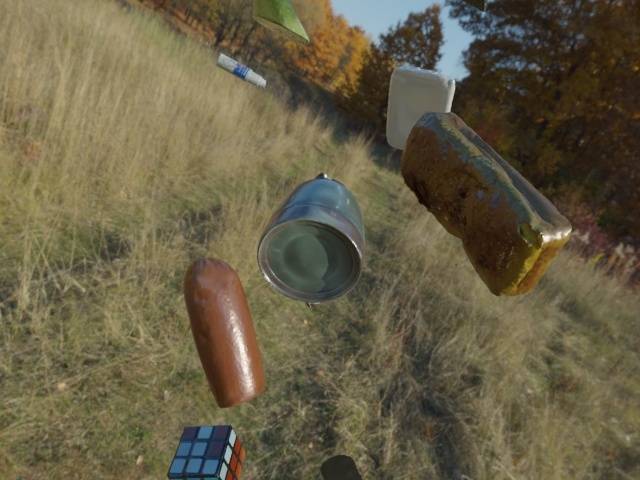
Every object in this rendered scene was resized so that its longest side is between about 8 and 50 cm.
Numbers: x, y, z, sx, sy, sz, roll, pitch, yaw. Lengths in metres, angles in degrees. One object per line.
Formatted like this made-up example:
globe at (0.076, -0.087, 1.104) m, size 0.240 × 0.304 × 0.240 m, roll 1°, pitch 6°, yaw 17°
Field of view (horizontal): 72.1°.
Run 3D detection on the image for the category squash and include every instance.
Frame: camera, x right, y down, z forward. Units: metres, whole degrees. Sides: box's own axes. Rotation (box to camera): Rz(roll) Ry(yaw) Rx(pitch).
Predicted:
squash at (-0.097, -0.610, 1.110) m, size 0.204 × 0.154 × 0.237 m, roll 21°, pitch 14°, yaw -17°

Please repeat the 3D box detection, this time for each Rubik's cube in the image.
Rubik's cube at (-0.338, 0.675, 1.330) m, size 0.162 × 0.160 × 0.163 m, roll -5°, pitch 36°, yaw 11°

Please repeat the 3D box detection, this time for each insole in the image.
insole at (0.058, 0.451, 0.781) m, size 0.231 × 0.080 × 0.003 m, roll 64°, pitch -2°, yaw -28°

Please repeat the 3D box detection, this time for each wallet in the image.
wallet at (0.189, -0.245, 0.847) m, size 0.124 × 0.182 × 0.031 m, roll 21°, pitch 54°, yaw 21°

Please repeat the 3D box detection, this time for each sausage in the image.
sausage at (-0.172, 0.154, 0.773) m, size 0.114 × 0.258 × 0.113 m, roll -14°, pitch 5°, yaw 1°

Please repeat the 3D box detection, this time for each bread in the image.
bread at (0.195, -0.055, 0.584) m, size 0.078 × 0.139 × 0.270 m, roll -9°, pitch 49°, yaw -20°

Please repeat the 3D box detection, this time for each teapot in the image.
teapot at (0.000, 0.000, 1.091) m, size 0.234 × 0.314 × 0.312 m, roll 4°, pitch 34°, yaw 9°

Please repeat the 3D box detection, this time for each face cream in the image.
face cream at (-0.199, -0.428, 1.121) m, size 0.130 × 0.034 × 0.034 m, roll 27°, pitch 17°, yaw -11°

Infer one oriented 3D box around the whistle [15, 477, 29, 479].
whistle at (-0.583, 0.523, 0.850) m, size 0.090 × 0.090 × 0.158 m, roll 14°, pitch 14°, yaw -39°

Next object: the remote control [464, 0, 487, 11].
remote control at (0.242, -0.415, 0.732) m, size 0.091 × 0.016 × 0.034 m, roll 49°, pitch -2°, yaw 25°
